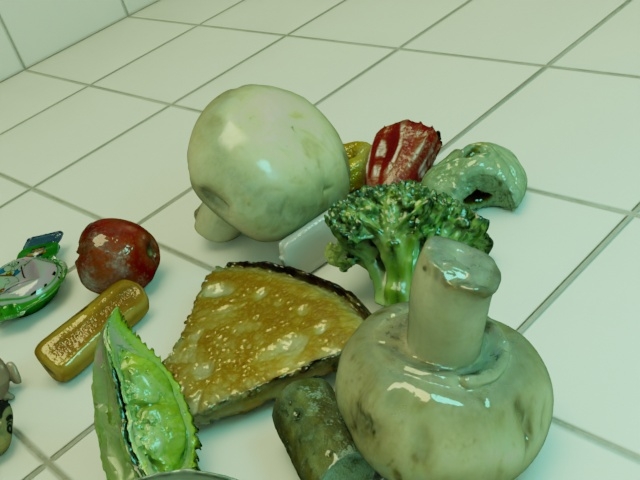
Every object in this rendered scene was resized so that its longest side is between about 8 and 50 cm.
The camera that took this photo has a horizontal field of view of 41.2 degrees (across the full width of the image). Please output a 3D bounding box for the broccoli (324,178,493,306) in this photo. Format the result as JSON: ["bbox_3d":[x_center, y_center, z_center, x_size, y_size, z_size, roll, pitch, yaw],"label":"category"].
[{"bbox_3d":[0.151,0.023,1.515,0.288,0.248,0.245,7,75,18],"label":"broccoli"}]

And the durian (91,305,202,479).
[{"bbox_3d":[-0.274,0.284,1.244,0.158,0.169,0.352,-23,64,3],"label":"durian"}]

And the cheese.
[{"bbox_3d":[-0.645,0.073,1.871,0.204,0.083,0.320,-13,34,7],"label":"cheese"}]

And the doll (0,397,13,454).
[{"bbox_3d":[-0.575,0.346,1.434,0.102,0.089,0.179,-30,31,59],"label":"doll"}]

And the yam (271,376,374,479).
[{"bbox_3d":[0.005,0.294,1.216,0.107,0.107,0.194,-23,33,-9],"label":"yam"}]

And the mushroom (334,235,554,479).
[{"bbox_3d":[0.171,0.155,1.129,0.314,0.336,0.314,5,34,-3],"label":"mushroom"}]

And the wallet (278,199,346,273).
[{"bbox_3d":[0.000,0.000,1.668,0.190,0.095,0.033,-32,28,-23],"label":"wallet"}]

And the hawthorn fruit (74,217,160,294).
[{"bbox_3d":[-0.418,0.037,1.753,0.173,0.173,0.173,-12,33,8],"label":"hawthorn fruit"}]

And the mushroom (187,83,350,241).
[{"bbox_3d":[-0.102,-0.130,1.741,0.325,0.353,0.353,11,37,3],"label":"mushroom"}]

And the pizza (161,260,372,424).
[{"bbox_3d":[-0.066,0.164,1.473,0.392,0.080,0.435,-6,35,18],"label":"pizza"}]

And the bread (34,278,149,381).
[{"bbox_3d":[-0.431,0.172,1.628,0.092,0.074,0.239,38,54,14],"label":"bread"}]

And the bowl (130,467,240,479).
[{"bbox_3d":[-0.142,0.427,0.986,0.337,0.337,0.157,-17,-8,1],"label":"bowl"}]

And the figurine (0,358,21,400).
[{"bbox_3d":[-0.633,0.262,1.563,0.125,0.125,0.138,7,24,34],"label":"figurine"}]

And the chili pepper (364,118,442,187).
[{"bbox_3d":[0.152,-0.143,1.808,0.144,0.136,0.252,27,53,3],"label":"chili pepper"}]

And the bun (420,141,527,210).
[{"bbox_3d":[0.300,-0.121,1.683,0.212,0.126,0.204,-34,34,-22],"label":"bun"}]

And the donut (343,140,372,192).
[{"bbox_3d":[0.053,-0.170,1.925,0.178,0.065,0.162,-27,33,-13],"label":"donut"}]
